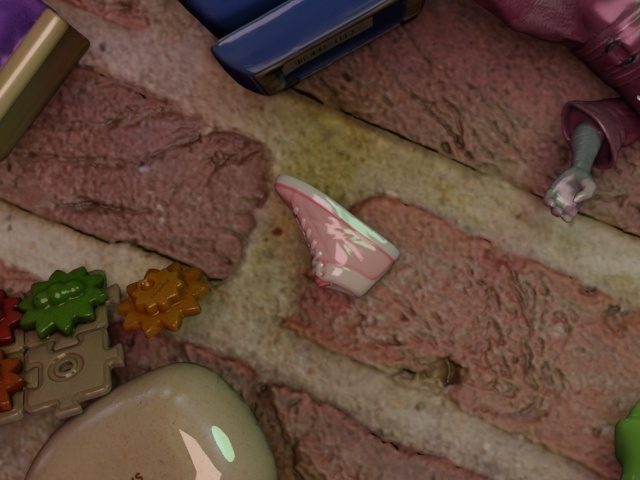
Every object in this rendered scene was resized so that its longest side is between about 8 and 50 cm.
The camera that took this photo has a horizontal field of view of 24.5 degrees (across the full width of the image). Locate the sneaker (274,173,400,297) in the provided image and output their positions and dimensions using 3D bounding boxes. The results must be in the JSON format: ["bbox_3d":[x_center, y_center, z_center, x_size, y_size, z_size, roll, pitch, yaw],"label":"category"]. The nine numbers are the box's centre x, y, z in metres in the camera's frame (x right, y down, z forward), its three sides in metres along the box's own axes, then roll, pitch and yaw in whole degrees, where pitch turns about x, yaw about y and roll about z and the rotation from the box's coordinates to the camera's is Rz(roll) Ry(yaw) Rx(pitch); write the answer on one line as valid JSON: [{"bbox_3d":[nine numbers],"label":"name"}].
[{"bbox_3d":[0.000,0.000,1.341,0.134,0.051,0.070,36,84,3],"label":"sneaker"}]

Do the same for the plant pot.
[{"bbox_3d":[-0.032,-0.260,1.283,0.236,0.236,0.212,-29,89,2],"label":"plant pot"}]

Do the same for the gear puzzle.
[{"bbox_3d":[-0.261,0.090,1.313,0.338,0.044,0.175,-16,41,4],"label":"gear puzzle"}]

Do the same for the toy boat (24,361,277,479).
[{"bbox_3d":[-0.122,0.281,1.289,0.267,0.148,0.318,-34,78,17],"label":"toy boat"}]

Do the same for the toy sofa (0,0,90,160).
[{"bbox_3d":[-0.403,-0.239,1.340,0.362,0.177,0.150,37,90,8],"label":"toy sofa"}]

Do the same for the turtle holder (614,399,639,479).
[{"bbox_3d":[0.413,0.250,1.212,0.320,0.243,0.227,7,65,45],"label":"turtle holder"}]

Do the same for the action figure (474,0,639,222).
[{"bbox_3d":[0.257,-0.185,1.295,0.248,0.276,0.370,-36,102,17],"label":"action figure"}]
